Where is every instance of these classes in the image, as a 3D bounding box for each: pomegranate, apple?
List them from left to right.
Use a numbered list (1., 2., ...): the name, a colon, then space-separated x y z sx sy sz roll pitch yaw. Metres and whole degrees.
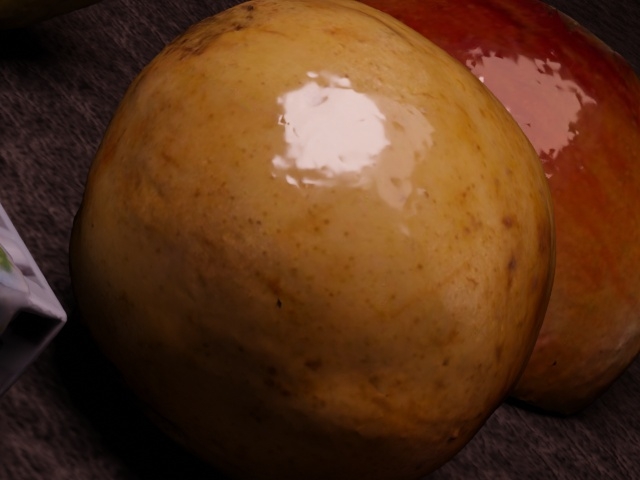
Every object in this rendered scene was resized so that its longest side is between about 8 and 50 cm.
1. pomegranate: 0.000 0.000 0.917 0.260 0.260 0.260 30 24 -15
2. apple: 0.097 -0.035 1.221 0.346 0.179 0.254 33 62 -5

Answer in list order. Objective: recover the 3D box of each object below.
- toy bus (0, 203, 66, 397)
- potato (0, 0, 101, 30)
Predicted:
1. toy bus: -0.245 -0.056 0.858 0.136 0.109 0.330 22 26 -51
2. potato: -0.228 -0.185 1.108 0.271 0.111 0.160 -8 40 -40
